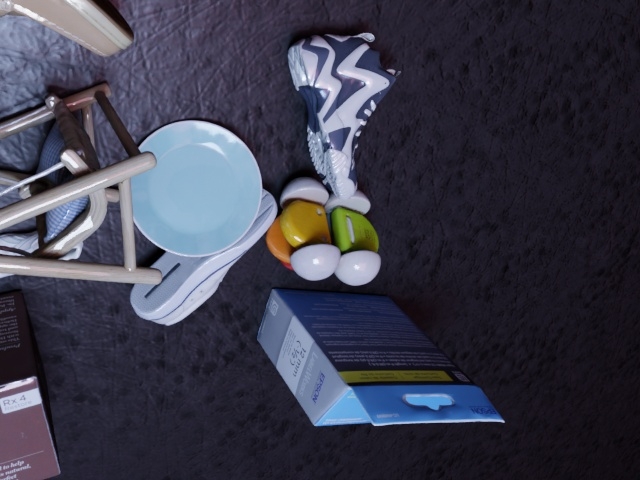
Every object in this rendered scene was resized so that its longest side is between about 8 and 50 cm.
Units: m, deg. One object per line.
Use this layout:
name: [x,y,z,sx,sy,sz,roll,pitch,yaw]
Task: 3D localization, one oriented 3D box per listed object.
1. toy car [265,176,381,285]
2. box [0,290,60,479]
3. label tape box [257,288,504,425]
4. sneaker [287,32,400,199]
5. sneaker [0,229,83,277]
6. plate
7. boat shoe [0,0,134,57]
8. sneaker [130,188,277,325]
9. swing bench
toy car: [0.000,0.000,1.046,0.182,0.159,0.136,9,148,-33]
box: [-0.445,0.199,0.864,0.168,0.203,0.167,-12,123,-22]
label tape box: [0.081,0.211,1.067,0.249,0.348,0.115,7,114,-32]
sneaker: [0.055,-0.186,0.966,0.153,0.094,0.235,-21,104,-15]
sneaker: [-0.386,0.018,0.880,0.152,0.061,0.054,-22,128,-14]
plate: [-0.174,-0.071,0.934,0.188,0.024,0.188,-1,93,-18]
boat shoe: [-0.358,-0.283,0.688,0.341,0.122,0.110,31,105,-28]
sneaker: [-0.168,0.022,0.999,0.258,0.094,0.091,-40,159,-8]
swing bench: [-0.333,-0.054,0.743,0.254,0.253,0.165,-10,122,-24]
